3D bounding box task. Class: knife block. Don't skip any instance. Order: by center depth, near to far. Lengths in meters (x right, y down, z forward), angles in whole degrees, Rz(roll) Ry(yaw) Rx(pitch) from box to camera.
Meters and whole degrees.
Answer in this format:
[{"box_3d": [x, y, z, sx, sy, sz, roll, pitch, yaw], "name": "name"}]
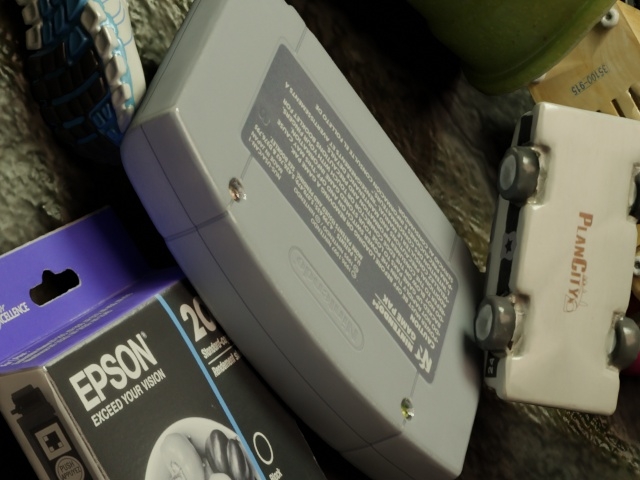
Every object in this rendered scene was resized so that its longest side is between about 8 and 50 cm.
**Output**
[{"box_3d": [0.257, -0.072, 1.369, 0.242, 0.088, 0.276, 13, 47, -53], "name": "knife block"}]

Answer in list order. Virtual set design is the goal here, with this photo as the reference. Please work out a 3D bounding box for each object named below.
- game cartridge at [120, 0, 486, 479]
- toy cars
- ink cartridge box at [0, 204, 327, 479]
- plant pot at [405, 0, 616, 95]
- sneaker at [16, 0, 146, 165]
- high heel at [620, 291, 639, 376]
[{"box_3d": [0.000, 0.000, 1.114, 0.294, 0.060, 0.196, 53, 30, -25], "name": "game cartridge"}, {"box_3d": [0.196, 0.102, 1.210, 0.176, 0.087, 0.394, -32, 97, -19], "name": "toy cars"}, {"box_3d": [-0.089, 0.083, 0.995, 0.208, 0.045, 0.206, 60, 24, -2], "name": "ink cartridge box"}, {"box_3d": [0.077, -0.276, 1.248, 0.254, 0.276, 0.276, 29, 51, -16], "name": "plant pot"}, {"box_3d": [-0.130, -0.135, 1.092, 0.083, 0.071, 0.191, -13, 80, -53], "name": "sneaker"}, {"box_3d": [0.340, 0.087, 1.400, 0.377, 0.127, 0.181, -19, 86, -45], "name": "high heel"}]
